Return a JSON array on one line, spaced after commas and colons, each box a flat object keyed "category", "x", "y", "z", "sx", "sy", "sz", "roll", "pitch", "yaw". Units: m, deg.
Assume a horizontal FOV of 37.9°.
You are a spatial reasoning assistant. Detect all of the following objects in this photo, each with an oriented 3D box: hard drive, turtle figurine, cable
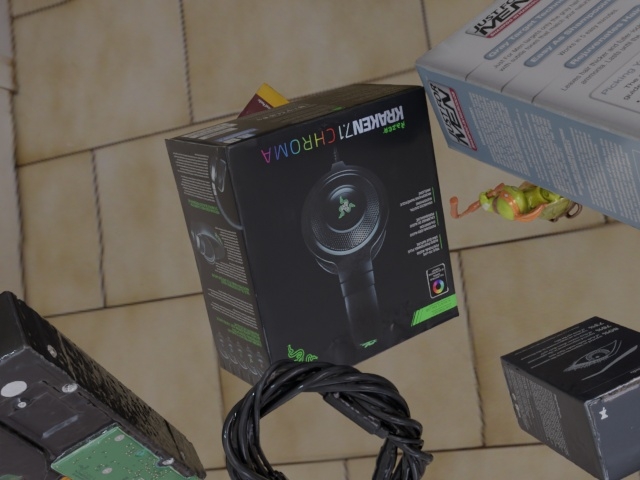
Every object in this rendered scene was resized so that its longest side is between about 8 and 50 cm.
[{"category": "hard drive", "x": -0.256, "y": 0.190, "z": 0.752, "sx": 0.237, "sy": 0.339, "sz": 0.064, "roll": -31, "pitch": 55, "yaw": -1}, {"category": "turtle figurine", "x": 0.293, "y": -0.070, "z": 1.116, "sx": 0.217, "sy": 0.269, "sz": 0.087, "roll": -23, "pitch": 85, "yaw": -24}, {"category": "cable", "x": 0.006, "y": 0.166, "z": 0.735, "sx": 0.151, "sy": 0.047, "sz": 0.184, "roll": -22, "pitch": 119, "yaw": 7}]

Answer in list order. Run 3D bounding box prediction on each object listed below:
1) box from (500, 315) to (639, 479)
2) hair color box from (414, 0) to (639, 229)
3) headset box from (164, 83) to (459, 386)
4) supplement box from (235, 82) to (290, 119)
[{"category": "box", "x": 0.338, "y": 0.184, "z": 1.121, "sx": 0.153, "sy": 0.207, "sz": 0.108, "roll": -20, "pitch": 103, "yaw": -12}, {"category": "hair color box", "x": 0.273, "y": -0.123, "z": 0.791, "sx": 0.185, "sy": 0.113, "sz": 0.374, "roll": -39, "pitch": 37, "yaw": -13}, {"category": "headset box", "x": 0.000, "y": 0.000, "z": 0.986, "sx": 0.131, "sy": 0.246, "sz": 0.283, "roll": 16, "pitch": 121, "yaw": 55}, {"category": "supplement box", "x": -0.069, "y": -0.100, "z": 1.382, "sx": 0.129, "sy": 0.191, "sz": 0.194, "roll": 39, "pitch": 95, "yaw": 13}]
